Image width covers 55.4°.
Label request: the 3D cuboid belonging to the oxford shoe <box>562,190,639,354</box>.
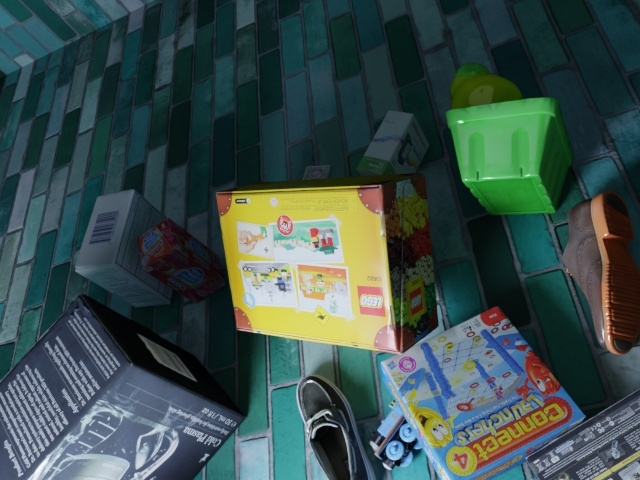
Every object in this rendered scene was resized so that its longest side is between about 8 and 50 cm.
[{"bbox_3d":[0.622,0.077,1.358,0.133,0.130,0.363,-27,51,54],"label":"oxford shoe"}]

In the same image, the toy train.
[{"bbox_3d":[0.187,0.426,1.384,0.105,0.080,0.184,29,77,45],"label":"toy train"}]

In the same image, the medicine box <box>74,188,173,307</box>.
[{"bbox_3d":[-0.579,0.033,1.899,0.149,0.289,0.263,-8,58,22],"label":"medicine box"}]

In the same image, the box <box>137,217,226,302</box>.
[{"bbox_3d":[-0.409,0.064,1.809,0.123,0.257,0.128,-32,51,10],"label":"box"}]

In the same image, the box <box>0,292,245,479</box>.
[{"bbox_3d":[-0.527,0.465,1.485,0.471,0.480,0.297,-48,52,-5],"label":"box"}]

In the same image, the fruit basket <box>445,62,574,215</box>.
[{"bbox_3d":[0.449,-0.272,1.481,0.283,0.392,0.392,-1,61,28],"label":"fruit basket"}]

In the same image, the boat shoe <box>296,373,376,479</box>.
[{"bbox_3d":[0.026,0.444,1.430,0.121,0.119,0.335,-37,51,4],"label":"boat shoe"}]

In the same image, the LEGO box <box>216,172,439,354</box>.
[{"bbox_3d":[0.007,0.042,1.483,0.500,0.193,0.372,2,104,37],"label":"LEGO box"}]

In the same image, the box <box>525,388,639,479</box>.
[{"bbox_3d":[0.638,0.445,1.116,0.395,0.097,0.318,-35,49,5],"label":"box"}]

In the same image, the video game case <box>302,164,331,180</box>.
[{"bbox_3d":[-0.019,-0.181,1.906,0.087,0.011,0.122,0,62,28],"label":"video game case"}]

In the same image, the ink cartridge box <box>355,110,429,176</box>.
[{"bbox_3d":[0.208,-0.236,1.725,0.093,0.154,0.212,16,70,35],"label":"ink cartridge box"}]

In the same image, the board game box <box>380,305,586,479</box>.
[{"bbox_3d":[0.333,0.332,1.298,0.308,0.086,0.302,-24,50,-9],"label":"board game box"}]
